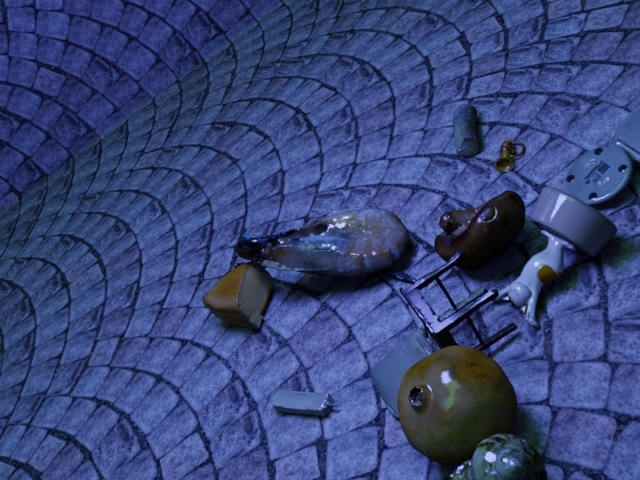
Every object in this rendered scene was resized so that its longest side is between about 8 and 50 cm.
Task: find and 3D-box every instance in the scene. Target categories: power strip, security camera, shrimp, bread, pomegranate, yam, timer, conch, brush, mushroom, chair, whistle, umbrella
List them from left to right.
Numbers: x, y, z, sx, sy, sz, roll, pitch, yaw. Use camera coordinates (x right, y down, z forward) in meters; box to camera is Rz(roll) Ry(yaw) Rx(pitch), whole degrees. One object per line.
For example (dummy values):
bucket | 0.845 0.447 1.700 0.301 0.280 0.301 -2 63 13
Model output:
bread | -0.209 0.137 2.133 0.169 0.140 0.160 4 57 43
power strip | -0.037 0.366 1.816 0.191 0.030 0.048 -3 46 38
shrimp | 0.000 0.000 2.026 0.445 0.110 0.221 -4 46 13
brush | 0.028 0.127 2.047 0.083 0.013 0.016 -43 38 -6
umbrella | 0.157 0.079 1.985 0.269 0.044 0.044 21 38 40
chair | 0.222 0.195 1.657 0.319 0.186 0.160 -35 45 2
pomegranate | 0.254 0.304 1.492 0.233 0.233 0.233 -22 38 19
yam | 0.392 -0.298 2.176 0.068 0.068 0.169 -18 38 24
mushroom | 0.368 -0.018 1.801 0.194 0.138 0.231 -14 -13 -30
conch | 0.295 0.417 1.364 0.187 0.182 0.124 -12 29 -9
whistle | 0.480 -0.225 2.043 0.057 0.046 0.109 -24 29 41
timer | 0.473 0.042 1.688 0.266 0.175 0.175 -57 37 3
security camera | 0.684 -0.185 1.802 0.301 0.080 0.157 -44 37 7
